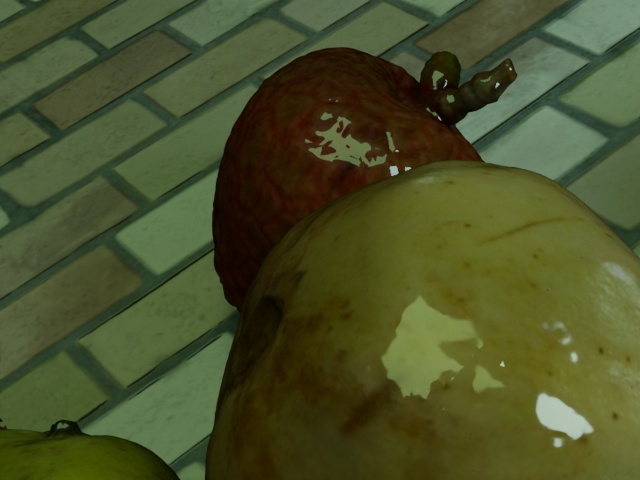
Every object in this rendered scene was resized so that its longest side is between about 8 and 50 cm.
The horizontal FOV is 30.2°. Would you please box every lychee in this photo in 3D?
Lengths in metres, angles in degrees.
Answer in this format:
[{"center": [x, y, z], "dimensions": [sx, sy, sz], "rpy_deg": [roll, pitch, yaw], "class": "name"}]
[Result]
[{"center": [0.033, -0.046, 0.964], "dimensions": [0.255, 0.300, 0.255], "rpy_deg": [27, 22, -12], "class": "lychee"}]

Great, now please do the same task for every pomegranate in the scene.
[{"center": [0.095, 0.121, 0.734], "dimensions": [0.338, 0.338, 0.338], "rpy_deg": [-9, 41, 8], "class": "pomegranate"}]

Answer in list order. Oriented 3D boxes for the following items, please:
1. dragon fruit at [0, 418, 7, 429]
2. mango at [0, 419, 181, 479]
[{"center": [-0.377, 0.200, 0.922], "dimensions": [0.161, 0.126, 0.274], "rpy_deg": [22, 53, 35], "class": "dragon fruit"}, {"center": [-0.153, 0.271, 0.698], "dimensions": [0.182, 0.253, 0.365], "rpy_deg": [13, 38, -33], "class": "mango"}]
